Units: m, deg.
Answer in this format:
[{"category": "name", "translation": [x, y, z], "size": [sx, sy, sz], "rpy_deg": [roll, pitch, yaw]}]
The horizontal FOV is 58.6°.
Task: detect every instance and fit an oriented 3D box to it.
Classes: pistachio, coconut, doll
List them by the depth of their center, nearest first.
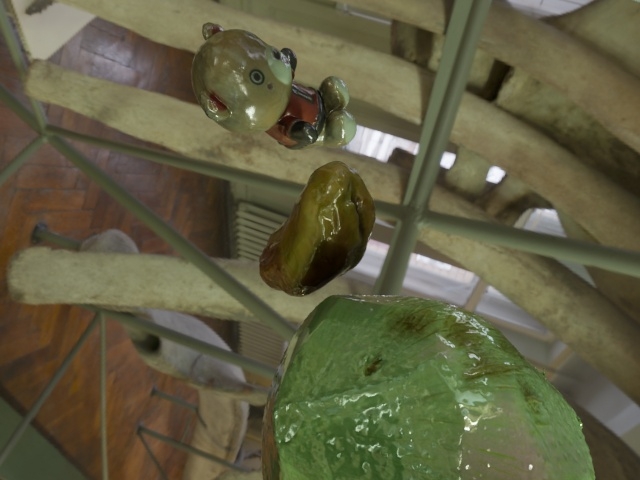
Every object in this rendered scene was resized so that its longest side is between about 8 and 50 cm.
[{"category": "coconut", "translation": [0.081, 0.192, 0.552], "size": [0.281, 0.328, 0.328], "rpy_deg": [-58, 176, 16]}, {"category": "pistachio", "translation": [0.002, 0.002, 0.648], "size": [0.189, 0.110, 0.100], "rpy_deg": [-57, -135, 30]}, {"category": "doll", "translation": [-0.092, -0.271, 1.079], "size": [0.174, 0.330, 0.235], "rpy_deg": [-29, -127, 40]}]

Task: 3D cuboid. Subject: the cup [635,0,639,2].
[{"category": "cup", "translation": [0.196, -0.164, 0.284], "size": [0.099, 0.102, 0.074], "rpy_deg": [-54, -177, -34]}]
